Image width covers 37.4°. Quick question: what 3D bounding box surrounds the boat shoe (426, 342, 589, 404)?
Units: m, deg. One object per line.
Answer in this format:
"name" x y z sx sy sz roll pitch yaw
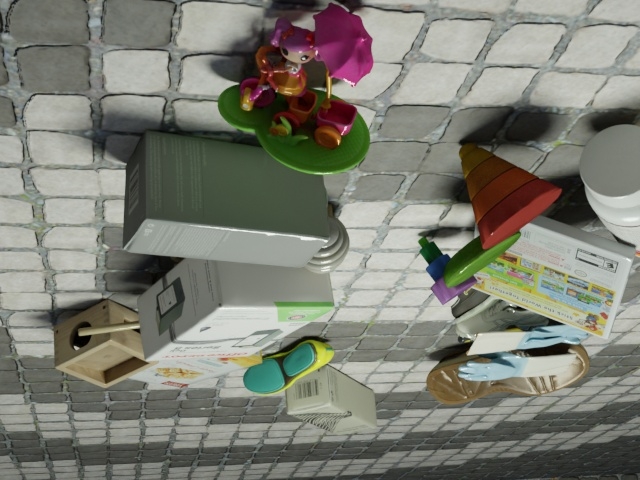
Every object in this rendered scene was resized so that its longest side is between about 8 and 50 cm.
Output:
"boat shoe" 0.390 0.252 1.963 0.342 0.123 0.123 -19 -165 28

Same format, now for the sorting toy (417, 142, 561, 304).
"sorting toy" 0.201 -0.026 1.310 0.127 0.126 0.365 -31 166 -19

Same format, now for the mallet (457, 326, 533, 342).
"mallet" 0.351 0.174 1.815 0.190 0.039 0.062 -3 158 -34

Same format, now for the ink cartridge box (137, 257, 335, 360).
"ink cartridge box" -0.137 0.095 1.456 0.198 0.114 0.273 2 157 -33

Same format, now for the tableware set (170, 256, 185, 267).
"tableware set" -0.161 -0.001 1.389 0.141 0.020 0.168 -6 156 3

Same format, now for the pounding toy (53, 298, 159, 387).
"pounding toy" -0.352 0.149 1.603 0.206 0.094 0.181 -27 144 21

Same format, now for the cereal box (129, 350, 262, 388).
"cereal box" -0.258 0.231 1.839 0.240 0.047 0.173 -22 151 32

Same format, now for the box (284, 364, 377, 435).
"box" 0.027 0.365 2.134 0.113 0.094 0.275 -16 153 22

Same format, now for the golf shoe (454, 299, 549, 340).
"golf shoe" 0.333 0.132 1.751 0.176 0.069 0.086 -12 135 7

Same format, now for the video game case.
"video game case" 0.333 0.042 1.389 0.227 0.026 0.206 21 147 20

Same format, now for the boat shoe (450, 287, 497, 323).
"boat shoe" 0.278 0.075 1.593 0.081 0.068 0.228 -26 168 -30

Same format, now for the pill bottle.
"pill bottle" 0.422 -0.063 1.251 0.121 0.121 0.221 -18 152 25

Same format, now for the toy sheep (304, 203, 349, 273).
"toy sheep" 0.000 0.000 1.342 0.091 0.091 0.132 -6 155 2

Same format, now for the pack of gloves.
"pack of gloves" 0.375 0.198 1.775 0.232 0.046 0.195 -3 144 -11

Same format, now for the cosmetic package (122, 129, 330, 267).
"cosmetic package" -0.115 -0.047 1.173 0.238 0.127 0.107 9 151 -25

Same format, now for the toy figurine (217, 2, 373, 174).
"toy figurine" -0.013 -0.175 0.973 0.173 0.130 0.159 20 139 2

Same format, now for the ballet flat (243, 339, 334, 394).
"ballet flat" -0.060 0.259 1.920 0.077 0.077 0.231 -3 160 -47
